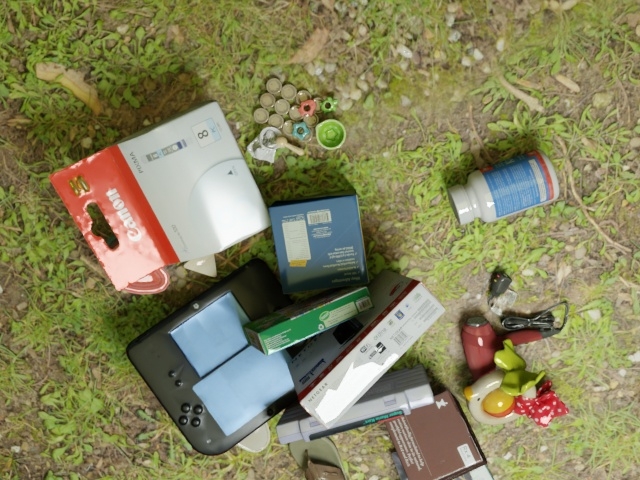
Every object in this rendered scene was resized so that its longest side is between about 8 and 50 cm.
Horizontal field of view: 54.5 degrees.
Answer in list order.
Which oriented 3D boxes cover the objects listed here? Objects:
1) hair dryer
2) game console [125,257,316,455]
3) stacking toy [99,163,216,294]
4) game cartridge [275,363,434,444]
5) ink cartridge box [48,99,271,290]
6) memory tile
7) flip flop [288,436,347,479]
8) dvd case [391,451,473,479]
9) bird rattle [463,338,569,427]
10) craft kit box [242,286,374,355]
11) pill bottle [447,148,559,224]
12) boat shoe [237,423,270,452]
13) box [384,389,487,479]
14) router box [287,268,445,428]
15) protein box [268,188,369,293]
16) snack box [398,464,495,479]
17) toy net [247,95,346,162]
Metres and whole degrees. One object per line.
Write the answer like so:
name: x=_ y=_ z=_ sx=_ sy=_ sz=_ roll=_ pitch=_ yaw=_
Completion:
hair dryer: x=0.447 y=0.240 z=1.484 sx=0.224 sy=0.080 sz=0.293 roll=29 pitch=102 yaw=-5
game console: x=-0.208 y=0.281 z=1.478 sx=0.387 sy=0.060 sz=0.342 roll=-35 pitch=99 yaw=-11
stacking toy: x=-0.384 y=-0.039 z=1.483 sx=0.280 sy=0.130 sz=0.308 roll=-1 pitch=105 yaw=-24
game cartridge: x=0.084 y=0.381 z=1.451 sx=0.355 sy=0.230 sz=0.068 roll=-17 pitch=93 yaw=6
ink cartridge box: x=-0.338 y=-0.090 z=1.363 sx=0.385 sy=0.091 sz=0.308 roll=-29 pitch=113 yaw=-13
memory tile: x=-0.071 y=-0.302 z=1.439 sx=0.148 sy=0.012 sz=0.113 roll=24 pitch=101 yaw=-2
flip flop: x=0.009 y=0.604 z=1.572 sx=0.112 sy=0.080 sz=0.277 roll=-22 pitch=99 yaw=6
dvd case: x=0.290 y=0.602 z=1.522 sx=0.165 sy=0.018 sz=0.221 roll=-25 pitch=70 yaw=8
bird rattle: x=0.446 y=0.359 z=1.465 sx=0.207 sy=0.143 sz=0.253 roll=-27 pitch=132 yaw=10
craft kit box: x=-0.035 y=0.170 z=1.370 sx=0.250 sy=0.247 sz=0.060 roll=-22 pitch=89 yaw=-16
pill bottle: x=0.405 y=-0.113 z=1.396 sx=0.222 sy=0.124 sz=0.124 roll=-19 pitch=99 yaw=5
boat shoe: x=-0.252 y=0.388 z=1.550 sx=0.112 sy=0.095 sz=0.335 roll=-45 pitch=100 yaw=-8
box: x=0.272 y=0.469 z=1.447 sx=0.167 sy=0.203 sz=0.168 roll=-26 pitch=63 yaw=7
router box: x=0.083 y=0.217 z=1.350 sx=0.335 sy=0.301 sz=0.082 roll=-45 pitch=97 yaw=-5
protein box: x=0.000 y=0.000 z=1.430 sx=0.200 sy=0.136 sz=0.201 roll=-8 pitch=100 yaw=4
snack box: x=0.296 y=0.675 z=1.582 sx=0.322 sy=0.060 sz=0.187 roll=-28 pitch=96 yaw=7
toy net: x=-0.062 y=-0.249 z=1.418 sx=0.232 sy=0.045 sz=0.122 roll=-13 pitch=100 yaw=5
